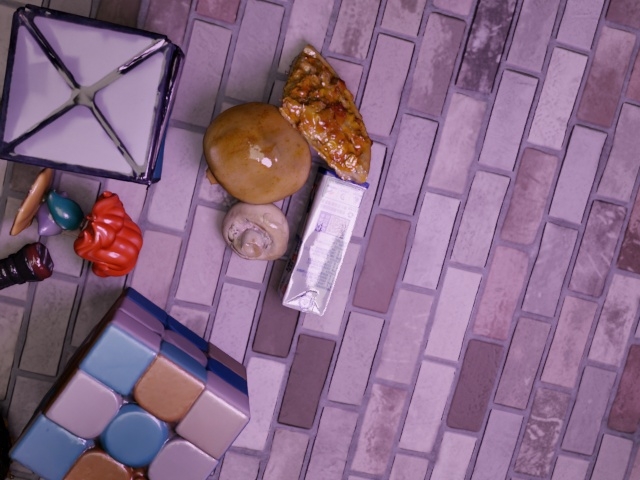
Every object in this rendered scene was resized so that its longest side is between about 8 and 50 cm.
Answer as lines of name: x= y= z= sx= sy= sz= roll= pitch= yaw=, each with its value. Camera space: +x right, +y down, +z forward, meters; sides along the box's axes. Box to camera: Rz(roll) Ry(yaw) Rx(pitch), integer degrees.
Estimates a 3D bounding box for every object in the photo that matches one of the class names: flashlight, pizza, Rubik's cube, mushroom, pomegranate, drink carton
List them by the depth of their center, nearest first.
Rubik's cube: x=-0.444 y=-0.282 z=1.732 sx=0.310 sy=0.305 sz=0.306 roll=11 pitch=94 yaw=-6
Rubik's cube: x=-0.379 y=0.352 z=1.808 sx=0.347 sy=0.347 sz=0.344 roll=38 pitch=93 yaw=-12
pizza: x=0.009 y=-0.272 z=1.817 sx=0.086 sy=0.226 sz=0.335 roll=-31 pitch=72 yaw=34
pomegranate: x=-0.134 y=-0.188 z=1.827 sx=0.233 sy=0.233 sz=0.233 roll=-1 pitch=99 yaw=-7
flashlight: x=-0.700 y=0.077 z=1.864 sx=0.232 sy=0.093 sz=0.093 roll=-19 pitch=100 yaw=2
mushroom: x=-0.143 y=-0.017 z=1.893 sx=0.154 sy=0.122 sz=0.154 roll=7 pitch=130 yaw=9
drink carton: x=0.000 y=0.000 z=1.911 sx=0.107 sy=0.130 sz=0.314 roll=18 pitch=97 yaw=-9

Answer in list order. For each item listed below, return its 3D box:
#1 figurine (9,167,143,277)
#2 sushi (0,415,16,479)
figurine: x=-0.495 y=-0.030 z=1.813 sx=0.257 sy=0.181 sz=0.208 roll=25 pitch=117 yaw=-10
sushi: x=-0.809 y=0.404 z=1.838 sx=0.235 sy=0.207 sz=0.348 roll=-20 pitch=97 yaw=3
